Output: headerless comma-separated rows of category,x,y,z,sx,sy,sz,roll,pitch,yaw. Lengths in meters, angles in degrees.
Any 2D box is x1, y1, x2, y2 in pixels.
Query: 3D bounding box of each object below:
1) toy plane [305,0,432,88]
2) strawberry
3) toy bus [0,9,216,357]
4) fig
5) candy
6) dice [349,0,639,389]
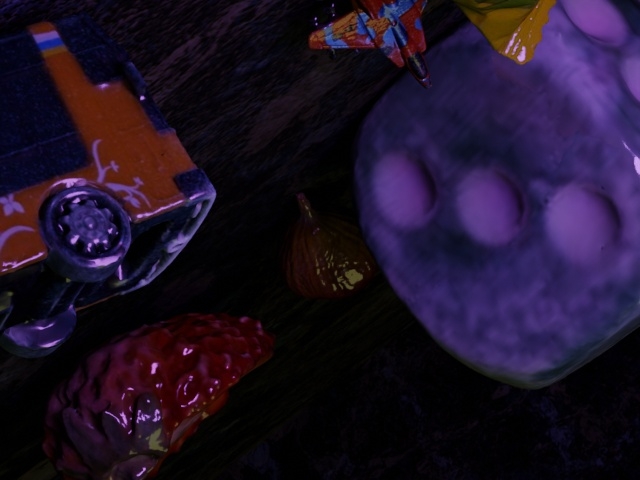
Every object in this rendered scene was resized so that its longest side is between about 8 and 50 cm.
toy plane,0.055,-0.171,1.286,0.130,0.061,0.189,-36,156,1
strawberry,-0.187,0.163,1.875,0.265,0.149,0.336,-50,174,32
toy bus,-0.214,-0.011,0.912,0.275,0.167,0.138,-22,164,-35
fig,0.010,0.009,1.838,0.119,0.119,0.153,-33,170,-9
candy,0.144,-0.236,1.213,0.187,0.081,0.297,-61,157,6
dice,0.260,-0.072,1.671,0.348,0.328,0.330,-43,167,37
